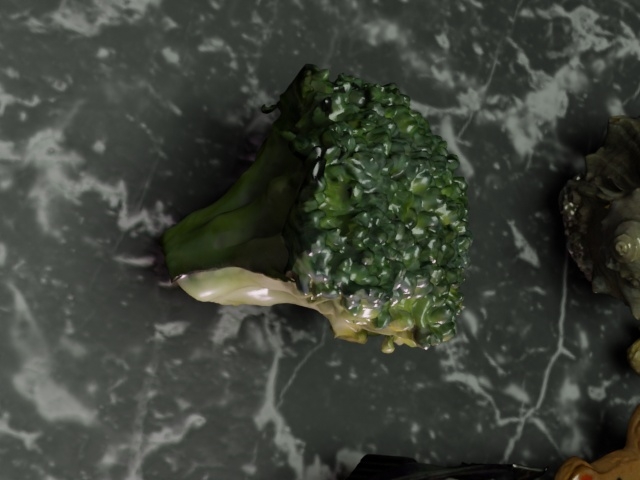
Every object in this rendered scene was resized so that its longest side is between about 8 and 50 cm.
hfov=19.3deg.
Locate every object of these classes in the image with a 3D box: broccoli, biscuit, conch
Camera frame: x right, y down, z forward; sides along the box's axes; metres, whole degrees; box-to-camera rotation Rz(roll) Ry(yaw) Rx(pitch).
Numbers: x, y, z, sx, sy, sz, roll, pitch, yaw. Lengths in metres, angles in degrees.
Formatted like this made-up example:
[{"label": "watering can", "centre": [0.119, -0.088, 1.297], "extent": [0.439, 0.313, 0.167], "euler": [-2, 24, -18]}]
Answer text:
[{"label": "broccoli", "centre": [0.000, 0.000, 1.509], "extent": [0.288, 0.246, 0.248], "euler": [17, 47, -59]}, {"label": "biscuit", "centre": [0.291, 0.226, 1.714], "extent": [0.250, 0.036, 0.165], "euler": [-23, 124, -41]}, {"label": "conch", "centre": [0.308, -0.027, 1.715], "extent": [0.245, 0.163, 0.178], "euler": [-13, 112, -57]}]

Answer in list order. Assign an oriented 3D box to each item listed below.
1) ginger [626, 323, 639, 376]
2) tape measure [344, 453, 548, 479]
[{"label": "ginger", "centre": [0.393, 0.130, 1.777], "extent": [0.193, 0.052, 0.176], "euler": [-18, 56, -43]}, {"label": "tape measure", "centre": [0.058, 0.283, 1.581], "extent": [0.231, 0.133, 0.271], "euler": [25, 75, -32]}]
